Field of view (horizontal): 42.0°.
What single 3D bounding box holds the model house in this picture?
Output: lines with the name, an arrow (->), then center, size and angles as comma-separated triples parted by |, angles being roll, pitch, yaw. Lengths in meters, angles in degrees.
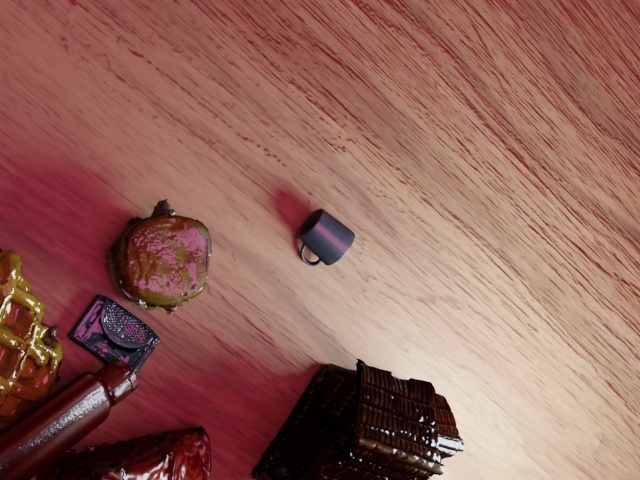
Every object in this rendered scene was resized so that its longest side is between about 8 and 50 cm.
model house -> 0.103, 0.369, 1.433 | 0.317, 0.282, 0.297 | 26, 78, -27

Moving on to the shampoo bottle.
shampoo bottle -> -0.382, 0.268, 1.225 | 0.260, 0.064, 0.102 | -38, 145, -41

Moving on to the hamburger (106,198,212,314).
hamburger -> -0.256, 0.024, 1.321 | 0.159, 0.131, 0.185 | 8, 80, -21

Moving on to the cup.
cup -> 0.000, 0.000, 1.497 | 0.077, 0.078, 0.100 | 41, 102, -18

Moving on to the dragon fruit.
dragon fruit -> -0.295, 0.371, 1.289 | 0.240, 0.302, 0.330 | 48, 47, 12

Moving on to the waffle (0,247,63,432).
waffle -> -0.539, 0.178, 1.150 | 0.380, 0.095, 0.382 | -31, 116, -37

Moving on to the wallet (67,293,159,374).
wallet -> -0.326, 0.154, 1.334 | 0.129, 0.026, 0.088 | 41, 72, -24
